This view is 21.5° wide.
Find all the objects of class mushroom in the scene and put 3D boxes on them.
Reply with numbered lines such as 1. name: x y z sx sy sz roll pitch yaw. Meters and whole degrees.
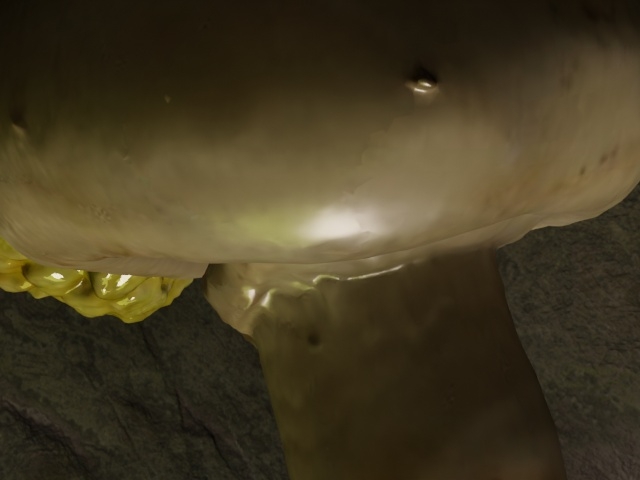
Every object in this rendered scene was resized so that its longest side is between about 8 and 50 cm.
1. mushroom: 0.000 0.000 0.692 0.292 0.290 0.292 -6 179 0

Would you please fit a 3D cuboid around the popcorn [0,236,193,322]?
1. popcorn: -0.135 -0.060 1.062 0.181 0.217 0.235 25 -166 11
